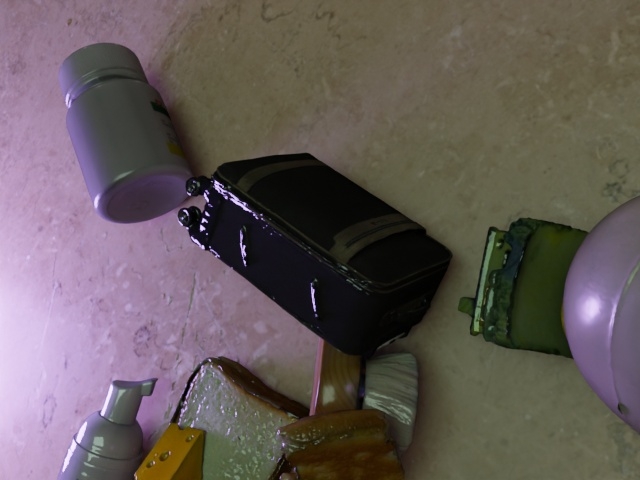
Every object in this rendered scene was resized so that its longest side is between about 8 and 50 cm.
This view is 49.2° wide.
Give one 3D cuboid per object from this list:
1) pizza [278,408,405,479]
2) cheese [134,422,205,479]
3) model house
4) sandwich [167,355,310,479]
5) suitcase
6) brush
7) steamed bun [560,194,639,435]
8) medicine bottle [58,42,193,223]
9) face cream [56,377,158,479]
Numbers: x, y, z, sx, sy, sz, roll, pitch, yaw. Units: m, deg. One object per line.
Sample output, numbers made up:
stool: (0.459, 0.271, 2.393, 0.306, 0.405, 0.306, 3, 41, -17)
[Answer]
pizza: (0.034, 0.358, 1.079, 0.189, 0.297, 0.071, -14, 39, -4)
cheese: (-0.271, 0.415, 1.255, 0.093, 0.126, 0.171, -1, 62, 38)
model house: (0.291, 0.062, 1.087, 0.211, 0.170, 0.194, 10, 91, 64)
sandwich: (-0.171, 0.394, 1.297, 0.271, 0.099, 0.301, 29, 97, 32)
suitcase: (0.000, 0.000, 1.182, 0.433, 0.283, 0.194, 36, 119, 26)
brush: (0.072, 0.226, 1.185, 0.166, 0.174, 0.267, 7, 48, -3)
steamed bun: (0.484, 0.102, 0.883, 0.333, 0.374, 0.334, -29, 34, 22)
medicine bottle: (-0.413, -0.226, 1.461, 0.208, 0.208, 0.340, -31, 69, 18)
face cream: (-0.432, 0.434, 1.393, 0.145, 0.145, 0.370, 18, 88, 27)
